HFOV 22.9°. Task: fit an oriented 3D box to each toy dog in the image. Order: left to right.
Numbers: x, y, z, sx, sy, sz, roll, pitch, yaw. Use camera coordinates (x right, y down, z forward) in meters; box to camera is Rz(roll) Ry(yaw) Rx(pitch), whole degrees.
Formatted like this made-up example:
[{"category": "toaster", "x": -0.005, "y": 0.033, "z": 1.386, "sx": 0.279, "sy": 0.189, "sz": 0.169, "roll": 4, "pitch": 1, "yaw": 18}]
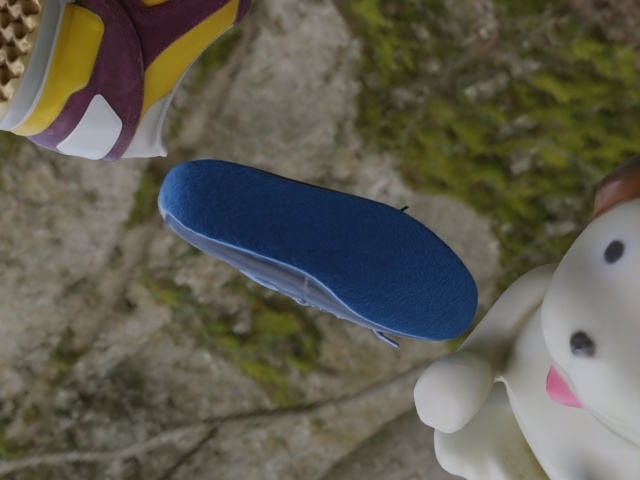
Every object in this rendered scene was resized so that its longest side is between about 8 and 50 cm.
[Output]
[{"category": "toy dog", "x": 0.276, "y": 0.119, "z": 1.225, "sx": 0.408, "sy": 0.395, "sz": 0.285, "roll": 80, "pitch": 172, "yaw": -59}]

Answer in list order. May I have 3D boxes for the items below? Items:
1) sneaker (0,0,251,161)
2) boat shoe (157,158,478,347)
[{"category": "sneaker", "x": -0.054, "y": -0.116, "z": 0.520, "sx": 0.084, "sy": 0.186, "sz": 0.069, "roll": 14, "pitch": -163, "yaw": -41}, {"category": "boat shoe", "x": 0.000, "y": 0.000, "z": 1.221, "sx": 0.258, "sy": 0.109, "sz": 0.089, "roll": 29, "pitch": 167, "yaw": -8}]
